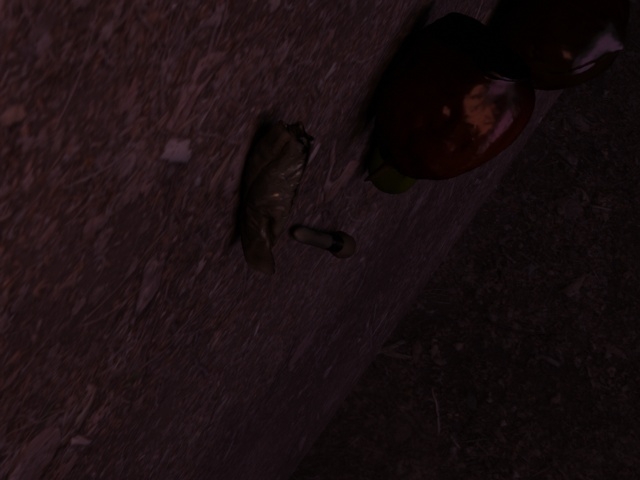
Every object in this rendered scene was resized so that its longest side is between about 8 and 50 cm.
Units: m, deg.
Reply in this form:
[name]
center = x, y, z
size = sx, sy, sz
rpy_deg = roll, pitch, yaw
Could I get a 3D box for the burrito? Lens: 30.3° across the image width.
[burrito]
center = -0.049, -0.049, 1.207
size = 0.063, 0.058, 0.229
rpy_deg = -45, 162, -33

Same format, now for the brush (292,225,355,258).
[brush]
center = 0.000, 0.000, 1.624
size = 0.039, 0.042, 0.299
rpy_deg = -58, 165, 5

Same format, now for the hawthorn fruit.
[hawthorn fruit]
center = 0.152, -0.157, 1.488
size = 0.251, 0.189, 0.189
rpy_deg = -50, 169, 3

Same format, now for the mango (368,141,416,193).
[mango]
center = 0.122, -0.128, 1.644
size = 0.117, 0.089, 0.163
rpy_deg = -44, 163, -54

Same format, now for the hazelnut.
[hazelnut]
center = 0.401, -0.355, 1.943
size = 0.229, 0.229, 0.229
rpy_deg = -55, 169, -17
